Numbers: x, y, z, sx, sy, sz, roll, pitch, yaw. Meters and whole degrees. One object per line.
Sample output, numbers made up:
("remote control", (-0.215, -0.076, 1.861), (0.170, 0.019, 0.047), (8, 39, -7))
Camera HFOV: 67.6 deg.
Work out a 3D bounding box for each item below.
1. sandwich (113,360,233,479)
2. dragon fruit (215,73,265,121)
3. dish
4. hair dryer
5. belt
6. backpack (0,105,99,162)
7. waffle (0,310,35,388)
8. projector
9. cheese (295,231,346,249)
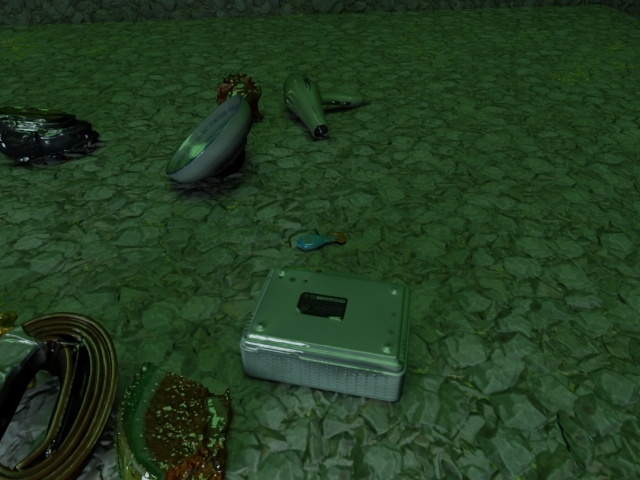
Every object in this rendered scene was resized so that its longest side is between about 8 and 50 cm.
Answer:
("sandwich", (-0.205, 0.268, 0.645), (0.159, 0.079, 0.235), (-2, 38, -2))
("dragon fruit", (-0.244, -0.416, 1.478), (0.137, 0.135, 0.235), (-16, 62, -17))
("dish", (-0.252, -0.230, 1.225), (0.273, 0.134, 0.273), (-34, 32, 24))
("hair dryer", (0.024, -0.409, 1.494), (0.298, 0.119, 0.295), (10, 44, -7))
("belt", (-0.381, 0.225, 0.645), (0.184, 0.105, 0.261), (13, 45, -21))
("backpack", (-0.761, -0.301, 1.337), (0.258, 0.133, 0.206), (-5, 30, -15))
("waffle", (-0.590, 0.203, 0.745), (0.293, 0.069, 0.260), (24, 41, 27))
("projector", (0.016, 0.139, 0.788), (0.257, 0.099, 0.192), (7, 38, 9))
("cheese", (0.000, -0.001, 1.029), (0.111, 0.017, 0.047), (-9, 43, -11))
